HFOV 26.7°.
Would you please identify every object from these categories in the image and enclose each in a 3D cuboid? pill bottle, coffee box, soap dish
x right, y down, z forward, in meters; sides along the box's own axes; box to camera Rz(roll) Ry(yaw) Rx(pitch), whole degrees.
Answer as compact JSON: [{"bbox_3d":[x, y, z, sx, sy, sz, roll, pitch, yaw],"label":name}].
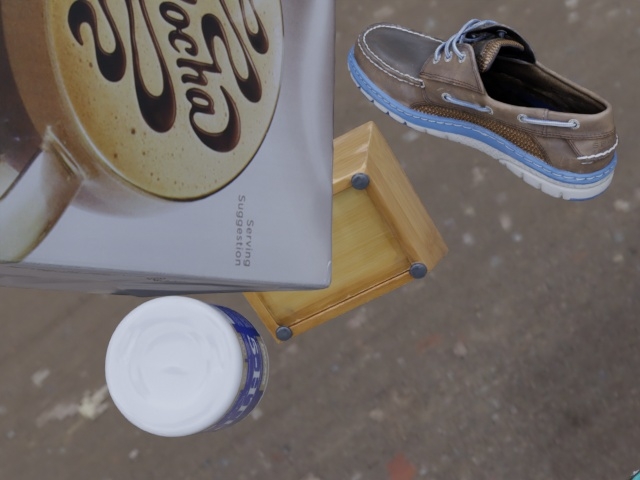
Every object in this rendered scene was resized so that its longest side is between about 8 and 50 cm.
[{"bbox_3d":[-0.103,0.107,1.141,0.112,0.186,0.112,-1,84,9],"label":"pill bottle"},{"bbox_3d":[-0.088,-0.133,0.477,0.118,0.168,0.297,-3,83,41],"label":"coffee box"},{"bbox_3d":[0.000,0.000,1.860,0.290,0.229,0.118,-26,25,13],"label":"soap dish"}]

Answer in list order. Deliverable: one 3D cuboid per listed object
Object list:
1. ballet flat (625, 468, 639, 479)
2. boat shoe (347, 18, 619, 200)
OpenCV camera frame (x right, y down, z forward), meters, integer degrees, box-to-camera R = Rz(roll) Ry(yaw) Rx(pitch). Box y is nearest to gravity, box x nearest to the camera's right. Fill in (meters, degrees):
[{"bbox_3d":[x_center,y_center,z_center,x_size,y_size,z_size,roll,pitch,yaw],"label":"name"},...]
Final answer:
[{"bbox_3d":[0.282,0.278,1.140,0.409,0.147,0.147,-35,36,21],"label":"ballet flat"},{"bbox_3d":[0.097,-0.095,0.796,0.183,0.066,0.066,28,49,23],"label":"boat shoe"}]
